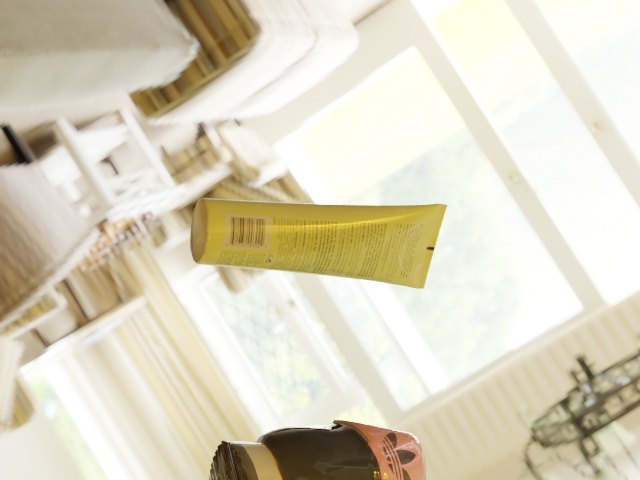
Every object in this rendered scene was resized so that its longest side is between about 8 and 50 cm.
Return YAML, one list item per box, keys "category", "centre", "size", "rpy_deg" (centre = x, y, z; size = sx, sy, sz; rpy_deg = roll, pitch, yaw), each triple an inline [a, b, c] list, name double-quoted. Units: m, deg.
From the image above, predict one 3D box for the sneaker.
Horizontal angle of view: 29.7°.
- category: "sneaker"
  centre: [-0.014, 0.203, 0.853]
  size: [0.131, 0.112, 0.319]
  rpy_deg: [-10, 163, -15]

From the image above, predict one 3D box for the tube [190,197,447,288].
- category: "tube"
  centre: [0.000, 0.000, 1.130]
  size: [0.240, 0.062, 0.070]
  rpy_deg: [3, 156, -20]
